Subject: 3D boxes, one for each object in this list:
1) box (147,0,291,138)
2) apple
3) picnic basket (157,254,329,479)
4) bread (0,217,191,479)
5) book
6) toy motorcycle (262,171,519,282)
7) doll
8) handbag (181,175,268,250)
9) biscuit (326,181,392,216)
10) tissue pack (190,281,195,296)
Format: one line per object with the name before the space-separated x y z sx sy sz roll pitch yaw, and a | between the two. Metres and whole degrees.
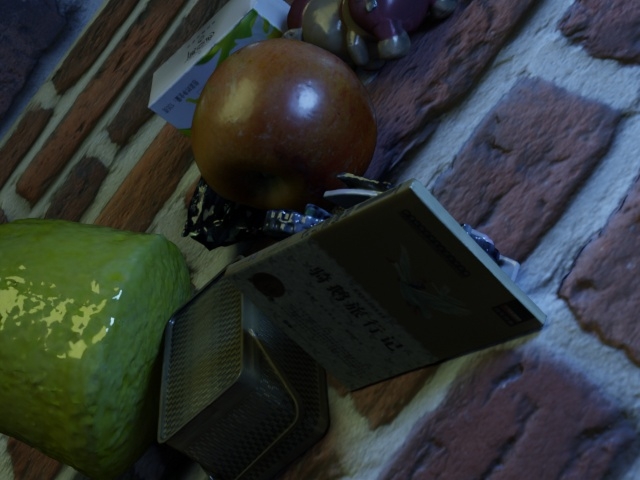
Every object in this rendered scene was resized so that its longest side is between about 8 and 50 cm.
box | -0.121 -0.264 2.153 0.260 0.194 0.111 -41 29 26
apple | -0.053 -0.148 1.842 0.253 0.253 0.253 -39 30 28
picnic basket | -0.095 0.163 1.666 0.165 0.139 0.266 -41 29 24
bread | -0.348 0.133 1.828 0.308 0.348 0.348 14 62 15
book | 0.062 0.059 1.448 0.310 0.217 0.021 -25 28 45
toy motorcycle | 0.089 0.014 1.539 0.327 0.188 0.143 7 73 44
doll | 0.067 -0.329 1.979 0.256 0.196 0.152 -3 93 53
handbag | -0.111 -0.099 2.034 0.162 0.113 0.260 -15 45 45
biscuit | 0.000 0.000 1.806 0.231 0.025 0.131 -28 24 41
tissue pack | -0.238 0.092 2.087 0.083 0.042 0.062 -14 48 52
